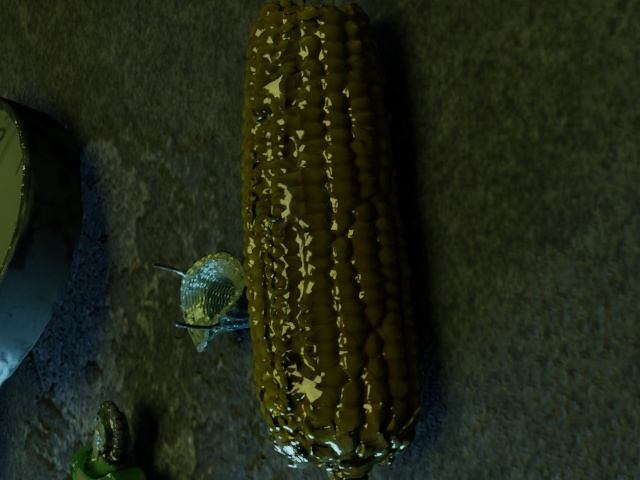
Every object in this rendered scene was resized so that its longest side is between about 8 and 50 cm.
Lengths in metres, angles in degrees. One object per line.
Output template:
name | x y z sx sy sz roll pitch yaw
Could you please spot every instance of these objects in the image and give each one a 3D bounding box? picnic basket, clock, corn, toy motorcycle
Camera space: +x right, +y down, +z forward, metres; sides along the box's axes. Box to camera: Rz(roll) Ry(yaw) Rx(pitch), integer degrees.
picnic basket | -0.087 0.045 0.929 0.083 0.083 0.065 -54 46 33
clock | -0.358 0.011 1.188 0.325 0.067 0.325 -20 58 35
corn | 0.000 0.000 0.801 0.115 0.115 0.318 -11 82 51
toy motorcycle | -0.174 0.236 1.056 0.106 0.074 0.190 -39 62 55
